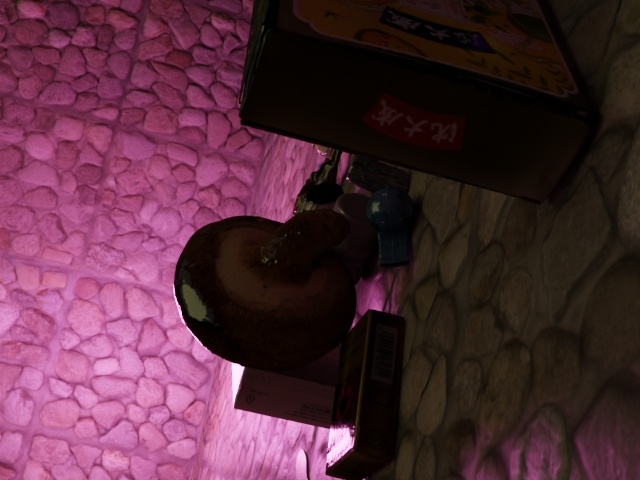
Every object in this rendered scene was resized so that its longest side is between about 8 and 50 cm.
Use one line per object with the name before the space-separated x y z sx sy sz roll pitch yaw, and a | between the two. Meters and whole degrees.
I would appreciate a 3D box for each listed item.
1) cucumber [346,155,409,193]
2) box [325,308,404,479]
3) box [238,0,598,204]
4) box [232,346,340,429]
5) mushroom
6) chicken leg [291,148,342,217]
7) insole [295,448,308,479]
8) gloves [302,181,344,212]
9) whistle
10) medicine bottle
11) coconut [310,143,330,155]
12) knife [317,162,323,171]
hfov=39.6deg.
cucumber | 0.103 -0.112 1.608 0.064 0.112 0.064 -160 90 -84
box | 0.070 0.249 1.423 0.159 0.071 0.240 126 157 -57
box | 0.104 -0.255 1.093 0.420 0.373 0.138 -89 18 -50
box | -0.063 0.248 1.724 0.251 0.203 0.106 -109 34 -70
mushroom | -0.100 0.093 1.604 0.345 0.345 0.239 -101 -5 -65
chicken leg | 0.019 -0.156 2.170 0.304 0.093 0.113 -64 31 15
insole | -0.035 0.487 1.807 0.197 0.004 0.065 -112 37 -71
gloves | 0.013 -0.005 1.935 0.140 0.131 0.218 -122 20 -62
whistle | 0.119 -0.037 1.500 0.157 0.090 0.090 -88 16 -46
medicine bottle | 0.053 0.003 1.716 0.105 0.105 0.168 -92 20 -54
coconut | 0.006 -0.312 2.472 0.158 0.055 0.133 -115 39 -71
knife | -0.010 -0.111 2.364 0.064 0.031 0.221 116 168 -60
